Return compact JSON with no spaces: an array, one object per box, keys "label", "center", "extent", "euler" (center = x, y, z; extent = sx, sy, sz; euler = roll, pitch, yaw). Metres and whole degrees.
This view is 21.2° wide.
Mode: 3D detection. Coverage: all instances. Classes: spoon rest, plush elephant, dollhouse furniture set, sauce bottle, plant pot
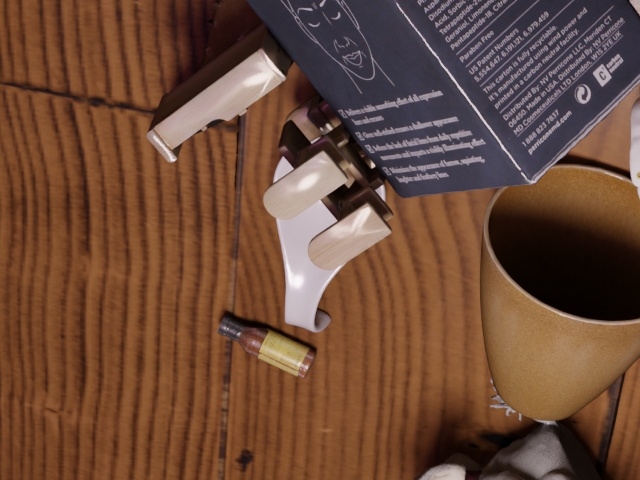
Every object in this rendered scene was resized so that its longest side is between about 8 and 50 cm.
[{"label":"spoon rest","center":[0.000,0.000,2.056],"extent":[0.137,0.084,0.276],"euler":[16,123,9]},{"label":"plush elephant","center":[0.214,0.344,2.083],"extent":[0.255,0.272,0.330],"euler":[-33,76,17]},{"label":"dollhouse furniture set","center":[-0.046,-0.091,1.870],"extent":[0.161,0.212,0.242],"euler":[-34,109,20]},{"label":"sauce bottle","center":[-0.069,0.132,2.178],"extent":[0.128,0.042,0.042],"euler":[27,123,2]},{"label":"plant pot","center":[0.278,0.086,1.946],"extent":[0.237,0.237,0.254],"euler":[18,136,8]}]

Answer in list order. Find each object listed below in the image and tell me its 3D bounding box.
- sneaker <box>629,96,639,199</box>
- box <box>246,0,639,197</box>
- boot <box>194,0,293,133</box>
[{"label":"sneaker","center":[0.428,-0.047,1.820],"extent":[0.169,0.108,0.292],"euler":[-28,65,33]},{"label":"box","center":[0.096,-0.260,1.722],"extent":[0.395,0.212,0.293],"euler":[51,161,-15]},{"label":"boot","center":[-0.089,-0.235,1.956],"extent":[0.305,0.112,0.115],"euler":[-43,80,28]}]
